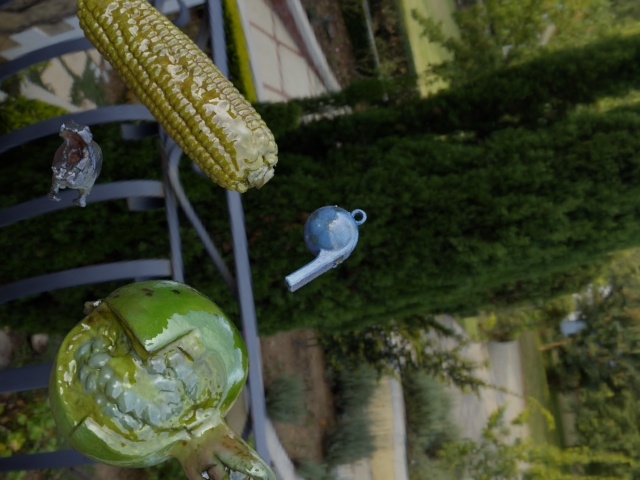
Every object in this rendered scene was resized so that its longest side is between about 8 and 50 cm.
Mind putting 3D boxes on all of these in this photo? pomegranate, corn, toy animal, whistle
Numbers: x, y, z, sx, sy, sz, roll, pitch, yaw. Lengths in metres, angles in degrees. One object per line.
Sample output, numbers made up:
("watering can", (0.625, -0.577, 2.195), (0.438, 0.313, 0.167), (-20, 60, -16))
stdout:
("pomegranate", (-0.170, 0.185, 0.897), (0.302, 0.236, 0.236), (45, 14, 14))
("corn", (-0.196, -0.213, 1.070), (0.363, 0.120, 0.120), (46, 21, 2))
("toy animal", (-0.544, -0.164, 1.713), (0.343, 0.106, 0.169), (-177, -80, -74))
("whistle", (0.000, 0.000, 1.139), (0.090, 0.157, 0.090), (57, -8, 13))
